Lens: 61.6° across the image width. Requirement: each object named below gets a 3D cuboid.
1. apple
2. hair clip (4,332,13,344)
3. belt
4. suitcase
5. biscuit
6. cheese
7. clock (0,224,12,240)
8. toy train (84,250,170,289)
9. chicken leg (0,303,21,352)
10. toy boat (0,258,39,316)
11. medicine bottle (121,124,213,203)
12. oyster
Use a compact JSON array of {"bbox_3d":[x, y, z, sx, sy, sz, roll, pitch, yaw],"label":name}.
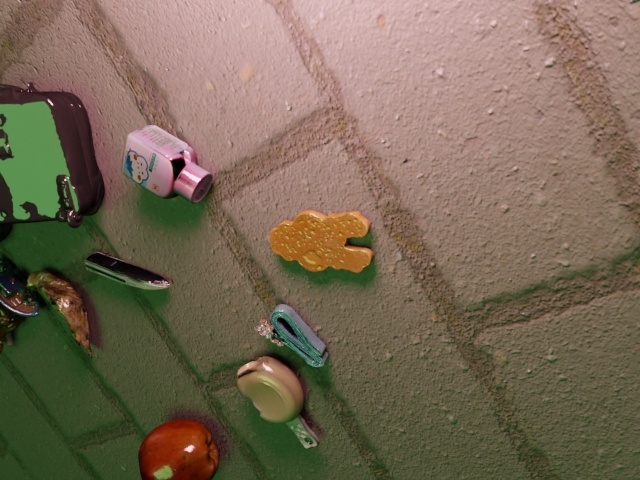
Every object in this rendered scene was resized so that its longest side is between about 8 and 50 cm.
[{"bbox_3d":[-0.411,0.644,1.570,0.234,0.234,0.233,10,118,20],"label":"apple"},{"bbox_3d":[-1.072,0.249,1.776,0.072,0.034,0.225,-17,108,27],"label":"hair clip"},{"bbox_3d":[-0.062,0.240,1.296,0.179,0.065,0.100,46,114,-2],"label":"belt"},{"bbox_3d":[-0.717,-0.195,1.267,0.346,0.188,0.339,-3,112,7],"label":"suitcase"},{"bbox_3d":[-0.001,0.003,1.166,0.237,0.040,0.143,2,108,25],"label":"biscuit"},{"bbox_3d":[-0.099,0.430,1.395,0.163,0.082,0.286,-24,104,33],"label":"cheese"},{"bbox_3d":[-1.022,-0.107,1.565,0.281,0.055,0.280,10,118,20],"label":"clock"},{"bbox_3d":[-0.509,0.095,1.431,0.252,0.055,0.048,19,120,16],"label":"toy train"},{"bbox_3d":[-1.037,0.284,1.732,0.107,0.087,0.251,34,116,4],"label":"chicken leg"},{"bbox_3d":[-0.929,0.143,1.620,0.223,0.100,0.097,51,137,-7],"label":"toy boat"},{"bbox_3d":[-0.340,-0.163,1.202,0.188,0.094,0.119,31,125,8],"label":"medicine bottle"},{"bbox_3d":[-0.743,0.217,1.592,0.166,0.094,0.294,9,129,41],"label":"oyster"}]
